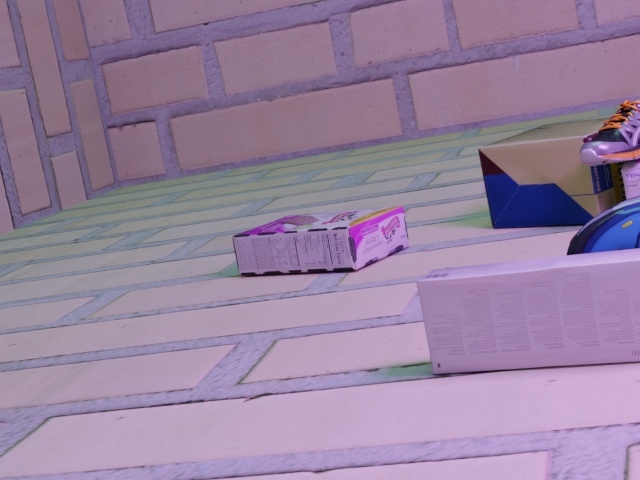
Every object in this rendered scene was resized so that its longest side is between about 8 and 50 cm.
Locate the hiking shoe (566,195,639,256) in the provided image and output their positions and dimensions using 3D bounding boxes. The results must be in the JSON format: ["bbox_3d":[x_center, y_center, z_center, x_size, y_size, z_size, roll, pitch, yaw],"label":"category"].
[{"bbox_3d":[0.408,0.005,1.230,0.304,0.113,0.132,-8,9,17],"label":"hiking shoe"}]

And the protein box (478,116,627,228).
[{"bbox_3d":[0.398,-0.111,1.865,0.200,0.136,0.201,-3,13,43],"label":"protein box"}]

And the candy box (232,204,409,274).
[{"bbox_3d":[0.000,0.000,1.856,0.233,0.071,0.159,-3,11,36],"label":"candy box"}]

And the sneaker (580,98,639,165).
[{"bbox_3d":[0.453,-0.164,1.711,0.215,0.083,0.084,-23,12,-33],"label":"sneaker"}]

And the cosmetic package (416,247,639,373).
[{"bbox_3d":[0.220,0.068,1.124,0.239,0.099,0.060,-6,8,24],"label":"cosmetic package"}]

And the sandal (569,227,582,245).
[{"bbox_3d":[0.426,-0.018,1.426,0.240,0.088,0.079,-11,14,32],"label":"sandal"}]

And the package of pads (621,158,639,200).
[{"bbox_3d":[0.610,-0.112,1.734,0.229,0.101,0.296,-5,12,37],"label":"package of pads"}]
